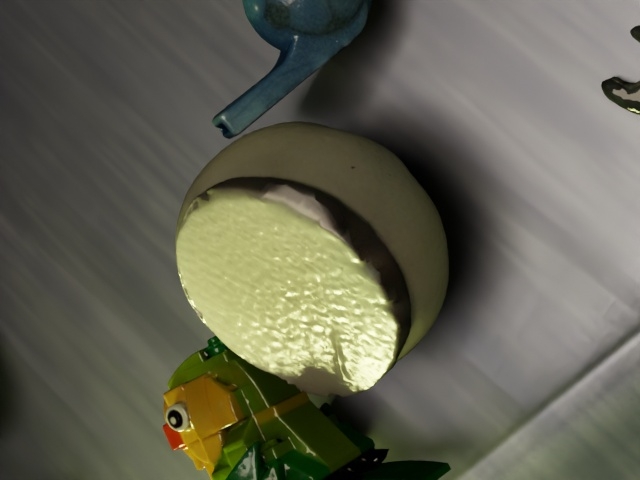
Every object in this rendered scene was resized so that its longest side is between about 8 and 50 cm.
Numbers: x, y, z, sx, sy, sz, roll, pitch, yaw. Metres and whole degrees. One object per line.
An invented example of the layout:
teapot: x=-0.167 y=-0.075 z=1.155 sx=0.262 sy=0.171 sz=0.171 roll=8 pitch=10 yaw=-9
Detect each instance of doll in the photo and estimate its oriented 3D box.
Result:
doll: x=-0.025 y=0.142 z=0.785 sx=0.186 sy=0.106 sz=0.134 roll=39 pitch=119 yaw=20

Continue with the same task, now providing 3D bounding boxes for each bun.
bun: x=0.000 y=0.000 z=0.739 sx=0.172 sy=0.120 sz=0.173 roll=16 pitch=132 yaw=19

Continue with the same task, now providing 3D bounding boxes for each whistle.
whistle: x=-0.022 y=-0.142 z=0.738 sx=0.158 sy=0.090 sz=0.090 roll=-40 pitch=75 yaw=-6

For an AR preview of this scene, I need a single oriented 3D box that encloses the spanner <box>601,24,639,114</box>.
spanner: x=0.272 y=-0.060 z=0.629 sx=0.254 sy=0.015 sz=0.054 roll=22 pitch=109 yaw=26
